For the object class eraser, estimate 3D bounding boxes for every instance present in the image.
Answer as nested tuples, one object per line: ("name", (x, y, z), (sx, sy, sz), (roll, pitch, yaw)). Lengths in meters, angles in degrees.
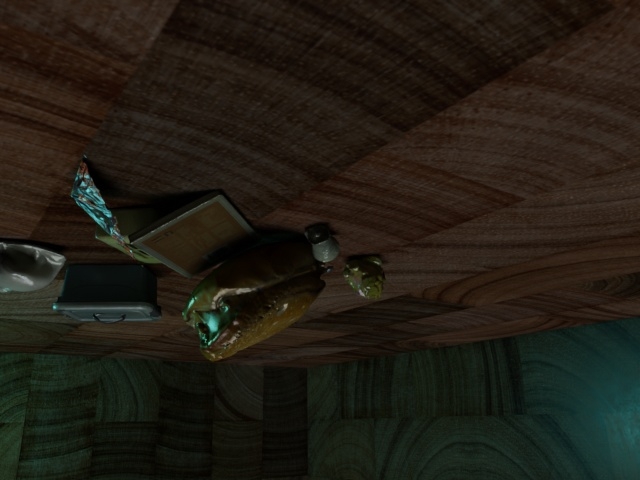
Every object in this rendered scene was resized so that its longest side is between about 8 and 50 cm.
("eraser", (-0.316, -0.005, 1.030), (0.117, 0.058, 0.172), (-4, 162, 11))

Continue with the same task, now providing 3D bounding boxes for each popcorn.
("popcorn", (0.109, 0.087, 1.279), (0.089, 0.109, 0.097), (-28, -155, -12))

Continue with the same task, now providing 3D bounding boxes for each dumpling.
("dumpling", (-0.633, 0.052, 1.155), (0.176, 0.092, 0.150), (1, 148, 23))

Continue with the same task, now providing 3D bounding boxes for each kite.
("kite", (-0.358, -0.054, 0.877), (0.125, 0.008, 0.222), (22, 141, 34))

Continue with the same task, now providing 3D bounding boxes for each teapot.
("teapot", (0.000, 0.000, 1.080), (0.067, 0.057, 0.083), (24, 163, 19))

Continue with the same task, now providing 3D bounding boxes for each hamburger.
("hamburger", (-0.129, 0.115, 1.159), (0.314, 0.170, 0.290), (-23, 170, -34))

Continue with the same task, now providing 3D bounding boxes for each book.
("book", (-0.214, -0.003, 1.006), (0.170, 0.018, 0.241), (-28, 159, 0))

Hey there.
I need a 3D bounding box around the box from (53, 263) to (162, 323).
("box", (-0.501, 0.135, 1.337), (0.227, 0.130, 0.162), (-1, 161, -3))
